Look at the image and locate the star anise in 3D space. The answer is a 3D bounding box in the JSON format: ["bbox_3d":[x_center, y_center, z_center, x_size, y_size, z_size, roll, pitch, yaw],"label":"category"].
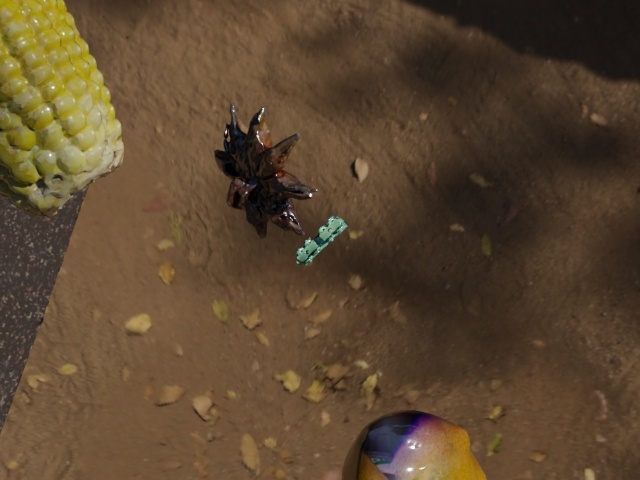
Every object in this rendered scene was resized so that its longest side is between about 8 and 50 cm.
[{"bbox_3d":[-0.124,-0.114,1.397,0.102,0.272,0.272,-28,76,-39],"label":"star anise"}]

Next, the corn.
[{"bbox_3d":[-0.195,-0.155,0.352,0.097,0.097,0.320,-34,111,-12],"label":"corn"}]

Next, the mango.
[{"bbox_3d":[0.124,0.329,1.035,0.201,0.287,0.153,-38,55,-2],"label":"mango"}]

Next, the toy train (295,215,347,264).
[{"bbox_3d":[0.000,0.000,1.134,0.092,0.045,0.029,-45,82,10],"label":"toy train"}]

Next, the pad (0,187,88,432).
[{"bbox_3d":[-0.349,0.050,0.696,0.004,0.220,0.330,15,85,47],"label":"pad"}]
